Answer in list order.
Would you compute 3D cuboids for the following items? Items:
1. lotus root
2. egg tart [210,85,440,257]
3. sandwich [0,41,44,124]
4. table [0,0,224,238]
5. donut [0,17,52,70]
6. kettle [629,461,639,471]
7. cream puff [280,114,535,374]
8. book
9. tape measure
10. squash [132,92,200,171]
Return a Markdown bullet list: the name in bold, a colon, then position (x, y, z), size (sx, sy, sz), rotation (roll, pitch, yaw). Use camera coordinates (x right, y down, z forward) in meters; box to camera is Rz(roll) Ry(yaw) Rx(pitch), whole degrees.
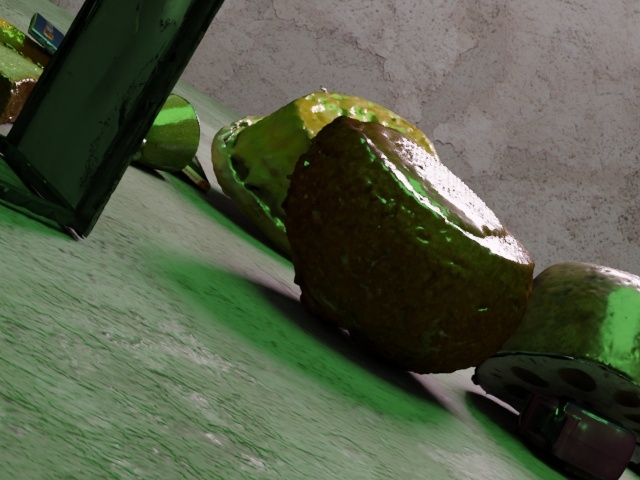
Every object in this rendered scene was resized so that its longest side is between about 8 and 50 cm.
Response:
- **lotus root**: position (0.329, 0.132, 1.743), size (0.272, 0.192, 0.272), rotation (22, -31, 14)
- **egg tart**: position (0.040, -0.084, 2.046), size (0.388, 0.169, 0.388), rotation (21, 28, -12)
- **sandwich**: position (-0.375, -0.184, 1.624), size (0.186, 0.065, 0.214), rotation (32, 7, 5)
- **table**: position (-0.263, -0.229, 1.271), size (0.272, 0.335, 0.222), rotation (26, 8, -35)
- **donut**: position (-0.414, -0.252, 2.012), size (0.152, 0.058, 0.152), rotation (34, 5, -3)
- **kettle**: position (0.505, 0.181, 2.015), size (0.207, 0.290, 0.268), rotation (23, 9, -48)
- **cream puff**: position (0.082, 0.019, 1.607), size (0.303, 0.212, 0.303), rotation (38, 11, -9)
- **book**: position (-0.282, -0.197, 2.089), size (0.322, 0.018, 0.228), rotation (43, 3, -16)
- **tape measure**: position (0.283, 0.217, 1.644), size (0.118, 0.074, 0.125), rotation (26, 2, -5)
- **squash**: position (-0.233, -0.134, 1.903), size (0.105, 0.105, 0.132), rotation (35, 26, 29)
